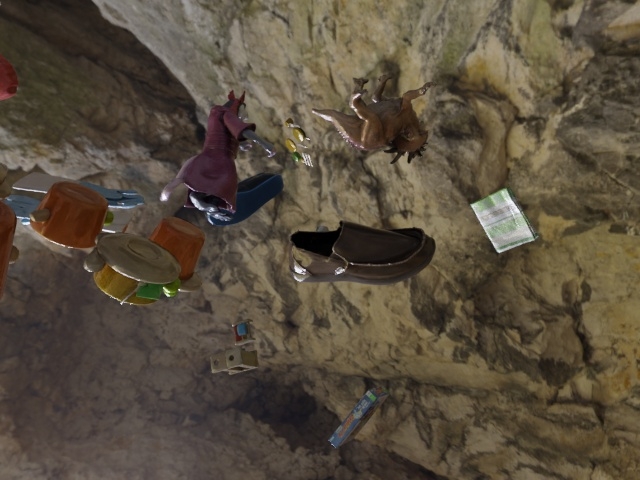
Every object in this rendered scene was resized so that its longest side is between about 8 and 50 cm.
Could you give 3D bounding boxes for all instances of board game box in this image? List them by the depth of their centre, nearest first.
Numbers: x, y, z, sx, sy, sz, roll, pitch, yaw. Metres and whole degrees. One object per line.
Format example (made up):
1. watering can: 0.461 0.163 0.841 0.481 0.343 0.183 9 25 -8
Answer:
1. board game box: 0.124 0.542 1.323 0.035 0.136 0.201 40 -84 28

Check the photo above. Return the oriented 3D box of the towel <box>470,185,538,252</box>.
1. towel: 0.468 -0.050 1.097 0.113 0.152 0.023 -29 -177 42

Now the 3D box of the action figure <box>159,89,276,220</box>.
1. action figure: -0.288 -0.251 1.193 0.248 0.276 0.369 -5 -103 61

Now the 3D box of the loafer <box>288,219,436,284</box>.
1. loafer: 0.081 0.023 1.005 0.366 0.130 0.133 -8 -139 18

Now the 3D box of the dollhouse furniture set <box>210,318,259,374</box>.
1. dollhouse furniture set: -0.328 0.393 1.602 0.129 0.129 0.183 -19 -115 13

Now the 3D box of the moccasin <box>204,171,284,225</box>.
1. moccasin: -0.293 -0.158 1.619 0.342 0.137 0.117 -30 -140 -34

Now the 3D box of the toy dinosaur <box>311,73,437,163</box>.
1. toy dinosaur: 0.136 -0.250 0.949 0.296 0.200 0.127 -12 -144 -15

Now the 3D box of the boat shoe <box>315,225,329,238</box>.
1. boat shoe: 0.000 0.000 1.153 0.040 0.142 0.049 18 -112 16

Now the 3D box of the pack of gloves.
1. pack of gloves: -0.467 -0.060 0.812 0.195 0.232 0.046 -102 -156 -64

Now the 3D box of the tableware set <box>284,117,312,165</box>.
1. tableware set: -0.070 -0.301 1.309 0.104 0.154 0.024 24 -123 39

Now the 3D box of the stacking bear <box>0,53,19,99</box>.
1. stacking bear: -0.587 -0.241 0.548 0.164 0.175 0.289 -9 -155 9

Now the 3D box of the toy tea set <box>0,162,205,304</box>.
1. toy tea set: -0.273 0.022 0.455 0.124 0.336 0.200 -59 -141 13
